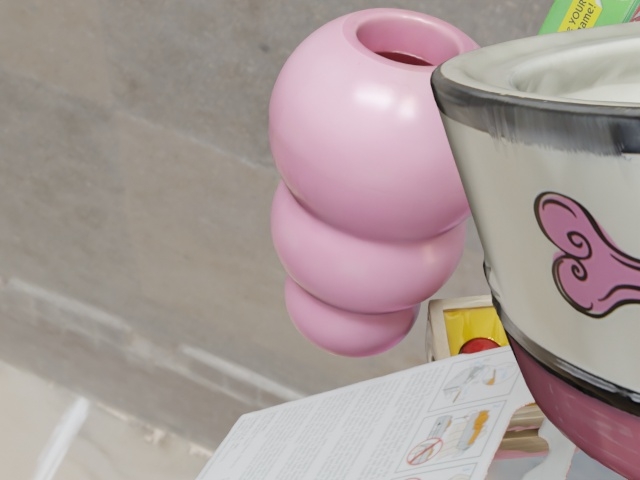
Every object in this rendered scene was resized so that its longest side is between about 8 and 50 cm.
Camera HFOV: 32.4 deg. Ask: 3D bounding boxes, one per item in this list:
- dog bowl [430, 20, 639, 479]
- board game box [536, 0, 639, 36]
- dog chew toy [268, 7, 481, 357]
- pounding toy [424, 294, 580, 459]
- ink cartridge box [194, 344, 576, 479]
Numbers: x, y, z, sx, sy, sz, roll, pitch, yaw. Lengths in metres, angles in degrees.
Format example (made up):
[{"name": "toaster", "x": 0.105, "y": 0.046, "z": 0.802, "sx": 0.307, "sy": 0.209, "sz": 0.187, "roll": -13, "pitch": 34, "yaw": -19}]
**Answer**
[{"name": "dog bowl", "x": 0.252, "y": -0.012, "z": 0.453, "sx": 0.407, "sy": 0.408, "sz": 0.151, "roll": 5, "pitch": 107, "yaw": 35}, {"name": "board game box", "x": 0.252, "y": -0.258, "z": 0.621, "sx": 0.046, "sy": 0.213, "sz": 0.317, "roll": 40, "pitch": 134, "yaw": 19}, {"name": "dog chew toy", "x": 0.045, "y": -0.031, "z": 0.979, "sx": 0.206, "sy": 0.207, "sz": 0.332, "roll": 20, "pitch": 127, "yaw": 12}, {"name": "pounding toy", "x": 0.142, "y": 0.153, "z": 0.967, "sx": 0.181, "sy": 0.206, "sz": 0.094, "roll": -5, "pitch": 144, "yaw": -1}, {"name": "ink cartridge box", "x": 0.030, "y": 0.215, "z": 0.811, "sx": 0.384, "sy": 0.308, "sz": 0.091, "roll": -19, "pitch": 109, "yaw": 35}]
